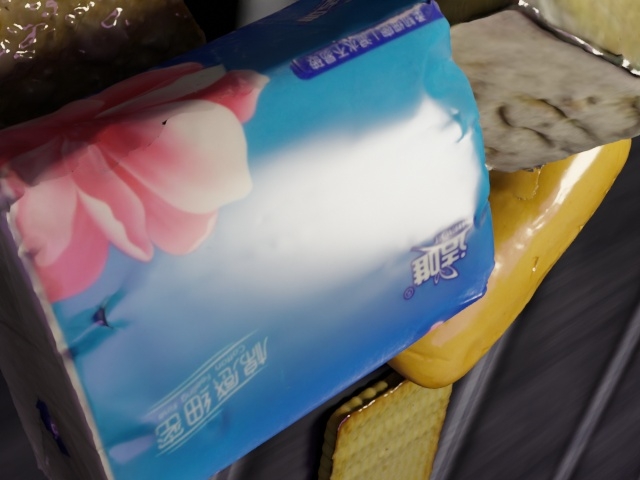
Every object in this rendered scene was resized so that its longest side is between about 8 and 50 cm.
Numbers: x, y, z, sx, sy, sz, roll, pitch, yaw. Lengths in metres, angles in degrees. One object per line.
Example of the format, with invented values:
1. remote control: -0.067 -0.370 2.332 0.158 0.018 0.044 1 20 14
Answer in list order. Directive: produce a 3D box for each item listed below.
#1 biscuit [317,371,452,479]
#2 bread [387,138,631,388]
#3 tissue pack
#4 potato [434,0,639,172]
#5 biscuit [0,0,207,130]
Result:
1. biscuit: 0.058 0.225 1.120 0.172 0.029 0.254 -25 138 -35
2. bread: 0.165 -0.002 0.987 0.305 0.091 0.142 -54 153 3
3. tissue pack: -0.041 0.002 0.594 0.270 0.137 0.209 -29 123 -31
4. potato: 0.159 -0.203 0.787 0.189 0.211 0.264 27 71 -26
5. biscuit: -0.149 -0.057 0.596 0.220 0.033 0.220 -30 140 -29
